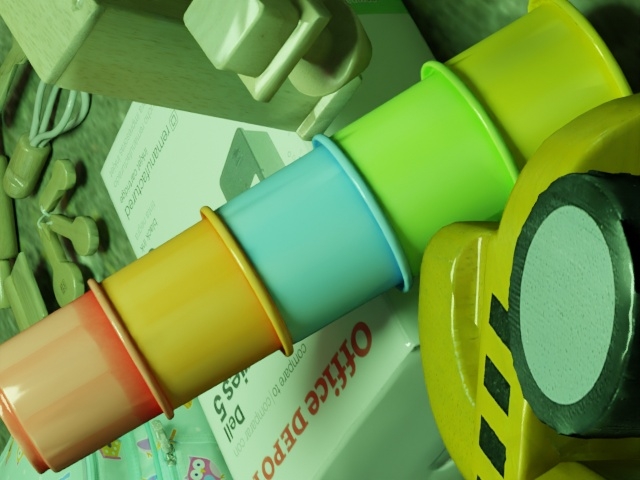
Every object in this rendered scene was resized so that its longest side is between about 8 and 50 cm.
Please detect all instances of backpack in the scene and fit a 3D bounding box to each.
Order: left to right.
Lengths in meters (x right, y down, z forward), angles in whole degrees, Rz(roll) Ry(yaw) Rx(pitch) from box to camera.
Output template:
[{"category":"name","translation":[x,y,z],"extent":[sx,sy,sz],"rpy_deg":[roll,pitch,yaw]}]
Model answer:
[{"category":"backpack","translation":[-0.104,0.163,1.115],"extent":[0.166,0.144,0.188],"rpy_deg":[-57,49,36]}]

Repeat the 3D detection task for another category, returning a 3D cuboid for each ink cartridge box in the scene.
[{"category":"ink cartridge box","translation":[0.000,0.000,1.060],"extent":[0.273,0.115,0.198],"rpy_deg":[63,142,29]}]

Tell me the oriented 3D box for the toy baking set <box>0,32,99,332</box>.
[{"category":"toy baking set","translation":[-0.219,-0.050,1.486],"extent":[0.197,0.030,0.256],"rpy_deg":[-13,85,55]}]

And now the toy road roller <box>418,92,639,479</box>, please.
[{"category":"toy road roller","translation":[0.145,0.104,0.786],"extent":[0.240,0.202,0.329],"rpy_deg":[-158,70,-68]}]

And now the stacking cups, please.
[{"category":"stacking cups","translation":[-0.009,-0.004,0.885],"extent":[0.096,0.316,0.096],"rpy_deg":[60,172,15]}]

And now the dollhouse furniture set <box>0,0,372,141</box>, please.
[{"category":"dollhouse furniture set","translation":[0.003,-0.233,0.861],"extent":[0.355,0.174,0.303],"rpy_deg":[-52,54,24]}]
